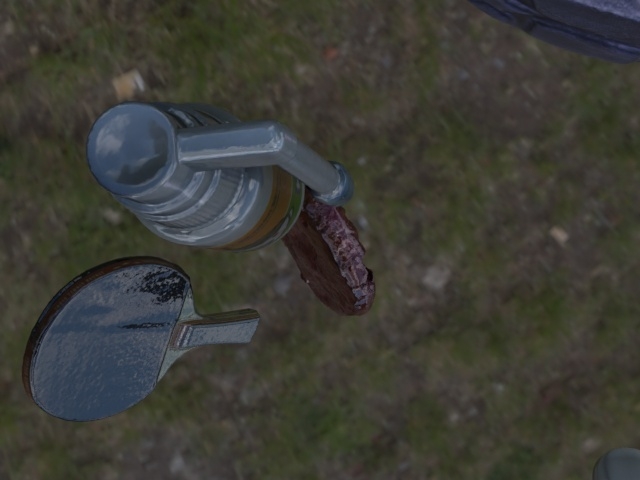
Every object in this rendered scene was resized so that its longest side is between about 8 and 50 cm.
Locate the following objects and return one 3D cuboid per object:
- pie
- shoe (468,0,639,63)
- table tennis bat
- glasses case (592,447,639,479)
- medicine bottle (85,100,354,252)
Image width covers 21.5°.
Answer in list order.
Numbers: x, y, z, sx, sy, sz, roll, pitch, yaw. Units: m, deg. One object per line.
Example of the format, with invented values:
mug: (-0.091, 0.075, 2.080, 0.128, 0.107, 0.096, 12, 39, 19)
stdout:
pie: (0.000, 0.000, 1.445, 0.036, 0.154, 0.154, -32, 131, -14)
shoe: (0.161, -0.109, 0.547, 0.095, 0.245, 0.138, 21, 91, -78)
table tennis bat: (-0.126, 0.070, 1.224, 0.220, 0.019, 0.130, -3, 119, -49)
glasses case: (0.254, 0.243, 1.342, 0.063, 0.164, 0.041, 9, 147, -22)
medicine bottle: (-0.037, -0.029, 0.718, 0.092, 0.220, 0.061, -3, 87, 9)
